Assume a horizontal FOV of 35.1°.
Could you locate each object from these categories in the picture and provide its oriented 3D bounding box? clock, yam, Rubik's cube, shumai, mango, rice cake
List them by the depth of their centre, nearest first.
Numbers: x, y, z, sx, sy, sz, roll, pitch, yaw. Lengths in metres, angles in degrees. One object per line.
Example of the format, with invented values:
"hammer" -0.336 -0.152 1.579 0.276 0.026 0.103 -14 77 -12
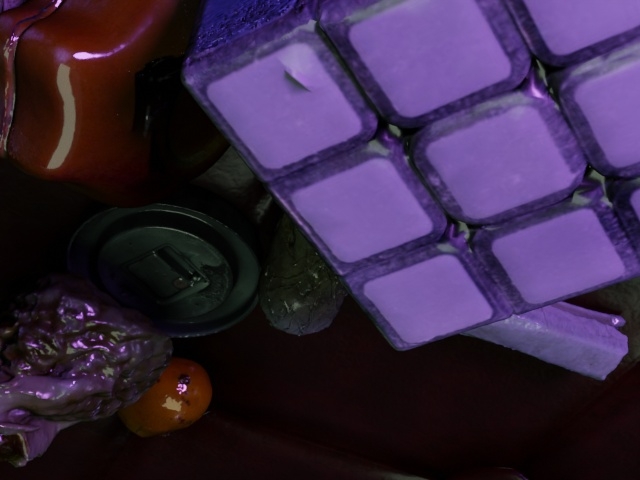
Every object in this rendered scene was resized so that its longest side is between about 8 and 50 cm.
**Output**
"Rubik's cube" 0.116 -0.149 0.731 0.305 0.301 0.303 -21 130 24
"yam" 0.000 0.000 1.029 0.107 0.107 0.183 15 131 -10
"shumai" -0.297 0.155 1.088 0.189 0.218 0.256 44 146 -11
"clock" -0.168 0.024 1.109 0.215 0.042 0.215 2 135 2
"rice cake" 0.184 0.076 1.119 0.336 0.063 0.066 18 130 -14
"mango" -0.206 0.200 1.260 0.105 0.084 0.159 37 127 -21

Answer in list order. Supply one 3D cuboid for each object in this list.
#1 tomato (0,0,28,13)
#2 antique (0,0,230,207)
"tomato" -0.254 -0.211 0.787 0.155 0.181 0.214 26 119 18
"antique" -0.134 -0.135 0.789 0.129 0.278 0.223 25 116 16
